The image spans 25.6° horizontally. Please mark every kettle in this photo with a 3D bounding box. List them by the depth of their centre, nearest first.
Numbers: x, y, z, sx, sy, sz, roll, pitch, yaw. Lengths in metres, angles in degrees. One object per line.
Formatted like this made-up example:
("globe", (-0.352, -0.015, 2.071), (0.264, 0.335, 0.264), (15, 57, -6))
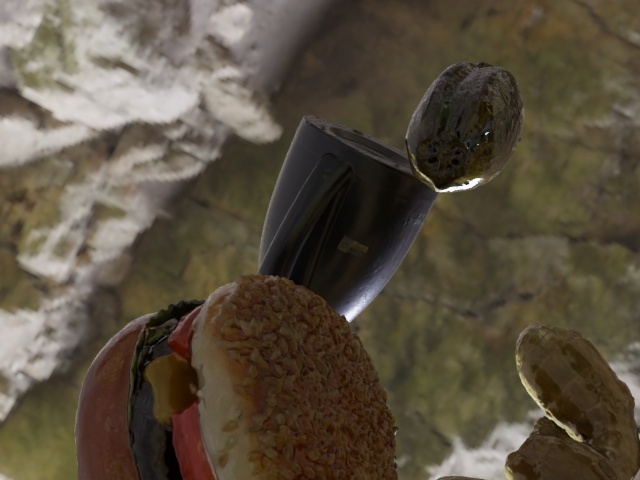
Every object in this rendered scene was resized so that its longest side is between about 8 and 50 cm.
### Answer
("kettle", (0.000, 0.000, 1.869), (0.290, 0.207, 0.268), (-64, 160, 11))

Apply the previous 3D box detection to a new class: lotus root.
("lotus root", (0.174, -0.137, 1.676), (0.241, 0.124, 0.123), (-51, 153, -57))

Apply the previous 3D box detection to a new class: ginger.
("ginger", (0.310, 0.279, 1.604), (0.363, 0.348, 0.122), (-41, 152, -43))

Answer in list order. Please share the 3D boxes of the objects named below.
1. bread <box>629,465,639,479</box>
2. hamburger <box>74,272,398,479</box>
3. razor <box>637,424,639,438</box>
("bread", (0.476, 0.312, 1.287), (0.253, 0.376, 0.348), (-65, -164, -18))
("hamburger", (-0.073, 0.202, 1.439), (0.250, 0.330, 0.330), (-18, -159, 29))
("razor", (0.419, 0.255, 1.630), (0.191, 0.068, 0.037), (44, -27, 59))
